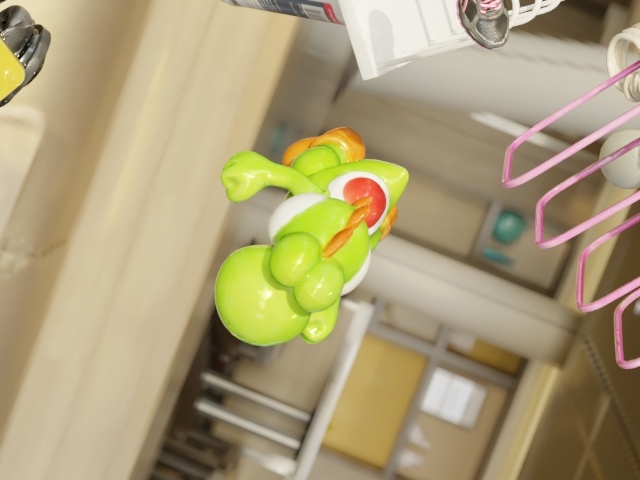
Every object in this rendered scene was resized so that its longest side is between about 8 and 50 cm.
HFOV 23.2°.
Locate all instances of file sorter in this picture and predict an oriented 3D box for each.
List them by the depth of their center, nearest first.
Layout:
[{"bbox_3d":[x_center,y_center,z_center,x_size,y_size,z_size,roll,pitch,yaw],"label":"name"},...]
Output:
[{"bbox_3d":[0.317,-0.003,1.466,0.182,0.291,0.202,-32,-170,17],"label":"file sorter"},{"bbox_3d":[0.152,-0.315,1.725,0.277,0.173,0.193,-32,107,-56],"label":"file sorter"}]

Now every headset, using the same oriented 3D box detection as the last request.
[{"bbox_3d":[-0.461,-0.328,2.215,0.185,0.243,0.394,-8,-155,50],"label":"headset"}]

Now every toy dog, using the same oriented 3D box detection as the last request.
[{"bbox_3d":[0.464,-0.115,1.752,0.333,0.160,0.220,-140,-132,-59],"label":"toy dog"}]

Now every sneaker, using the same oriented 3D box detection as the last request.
[{"bbox_3d":[0.144,-0.227,1.384,0.057,0.047,0.119,-154,-131,-81],"label":"sneaker"}]

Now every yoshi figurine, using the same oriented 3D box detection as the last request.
[{"bbox_3d":[-0.027,0.006,1.742,0.362,0.203,0.203,-62,166,-69],"label":"yoshi figurine"}]

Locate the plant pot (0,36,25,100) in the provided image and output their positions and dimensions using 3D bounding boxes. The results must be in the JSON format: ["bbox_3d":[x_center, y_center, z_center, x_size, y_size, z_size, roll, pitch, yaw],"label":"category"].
[{"bbox_3d":[-0.467,-0.214,1.827,0.212,0.212,0.187,-43,-149,-16],"label":"plant pot"}]

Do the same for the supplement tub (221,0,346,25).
[{"bbox_3d":[-0.043,-0.403,2.130,0.191,0.272,0.191,13,90,-70],"label":"supplement tub"}]
